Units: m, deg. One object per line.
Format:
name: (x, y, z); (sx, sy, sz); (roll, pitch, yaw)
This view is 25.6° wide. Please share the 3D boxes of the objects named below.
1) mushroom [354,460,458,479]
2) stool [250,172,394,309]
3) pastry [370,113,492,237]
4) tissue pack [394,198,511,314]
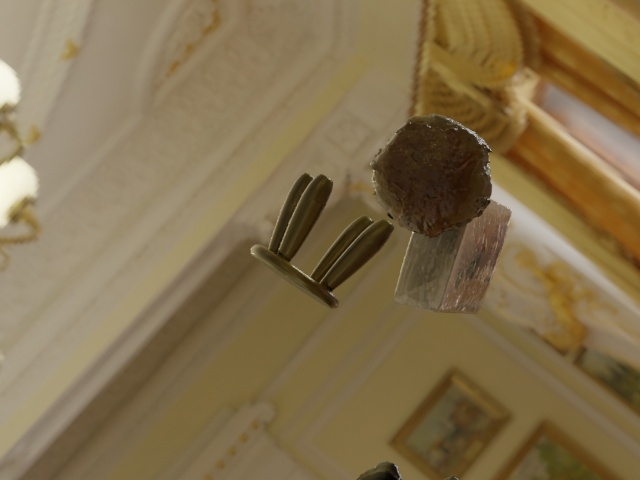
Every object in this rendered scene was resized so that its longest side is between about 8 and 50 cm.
mushroom: (0.118, 0.380, 1.627); (0.189, 0.267, 0.164); (-27, -66, -44)
stool: (0.000, 0.000, 1.488); (0.110, 0.134, 0.135); (-56, -33, -6)
pastry: (0.135, -0.079, 1.710); (0.153, 0.153, 0.081); (-50, 0, -5)
tissue pack: (0.186, 0.015, 1.917); (0.325, 0.071, 0.170); (10, -85, -74)
